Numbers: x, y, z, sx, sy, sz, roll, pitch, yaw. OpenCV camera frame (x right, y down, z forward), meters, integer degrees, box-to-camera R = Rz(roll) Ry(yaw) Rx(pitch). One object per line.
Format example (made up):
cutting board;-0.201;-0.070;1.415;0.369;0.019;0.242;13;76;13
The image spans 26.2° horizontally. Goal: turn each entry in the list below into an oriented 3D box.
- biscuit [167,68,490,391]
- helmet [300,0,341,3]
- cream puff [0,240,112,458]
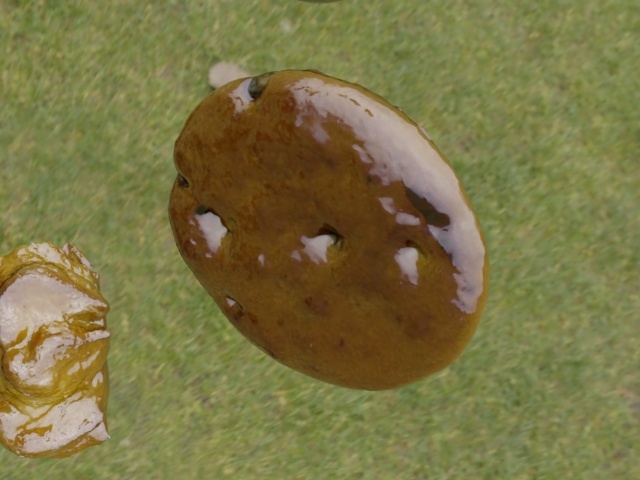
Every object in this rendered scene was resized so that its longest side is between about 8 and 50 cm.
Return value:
biscuit;0.000;0.000;0.801;0.212;0.212;0.036;49;42;-2
helmet;0.006;-0.337;1.370;0.189;0.216;0.193;47;49;-4
cream puff;-0.298;0.106;1.432;0.155;0.269;0.241;-3;114;-13
